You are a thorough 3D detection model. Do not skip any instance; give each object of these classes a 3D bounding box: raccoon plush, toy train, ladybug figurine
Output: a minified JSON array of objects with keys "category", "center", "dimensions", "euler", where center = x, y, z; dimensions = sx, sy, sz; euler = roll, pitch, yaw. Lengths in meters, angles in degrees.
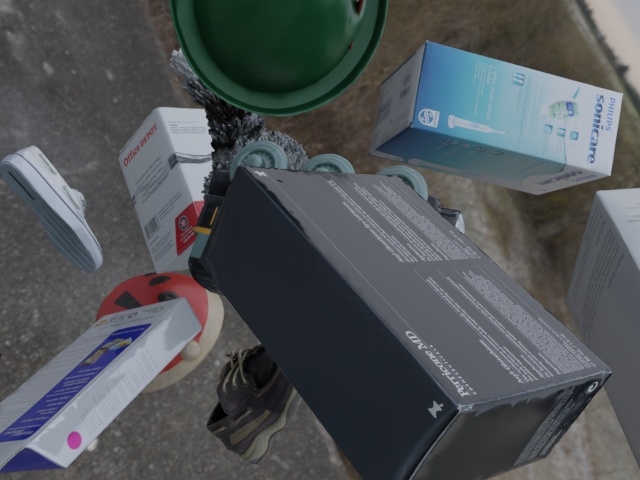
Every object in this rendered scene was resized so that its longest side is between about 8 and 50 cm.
[{"category":"raccoon plush","center":[-0.068,-0.055,1.134],"dimensions":[0.446,0.216,0.299],"euler":[51,-9,-32]},{"category":"toy train","center":[0.000,0.000,0.964],"dimensions":[0.142,0.334,0.190],"euler":[54,52,-64]},{"category":"ladybug figurine","center":[-0.383,0.188,1.803],"dimensions":[0.305,0.449,0.162],"euler":[-50,117,-20]}]

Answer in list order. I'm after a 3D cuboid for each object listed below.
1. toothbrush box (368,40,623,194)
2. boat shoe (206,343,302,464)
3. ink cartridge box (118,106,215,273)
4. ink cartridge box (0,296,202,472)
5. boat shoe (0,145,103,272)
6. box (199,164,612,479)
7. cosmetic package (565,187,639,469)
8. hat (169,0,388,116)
[{"category":"toothbrush box","center":[0.245,-0.166,1.155],"dimensions":[0.216,0.296,0.126],"euler":[158,-56,-78]},{"category":"boat shoe","center":[-0.106,0.244,1.291],"dimensions":[0.130,0.355,0.132],"euler":[22,39,-6]},{"category":"ink cartridge box","center":[-0.279,-0.100,1.576],"dimensions":[0.114,0.197,0.273],"euler":[-8,70,-43]},{"category":"ink cartridge box","center":[-0.319,0.199,0.994],"dimensions":[0.371,0.176,0.069],"euler":[-44,114,-52]},{"category":"boat shoe","center":[-0.413,-0.056,1.280],"dimensions":[0.226,0.083,0.076],"euler":[57,45,-17]},{"category":"box","center":[0.055,0.055,0.606],"dimensions":[0.184,0.103,0.261],"euler":[2,35,-44]},{"category":"cosmetic package","center":[0.401,0.126,0.843],"dimensions":[0.365,0.155,0.197],"euler":[-99,-174,-46]},{"category":"hat","center":[0.000,-0.166,0.520],"dimensions":[0.183,0.173,0.208],"euler":[-134,-143,-61]}]
